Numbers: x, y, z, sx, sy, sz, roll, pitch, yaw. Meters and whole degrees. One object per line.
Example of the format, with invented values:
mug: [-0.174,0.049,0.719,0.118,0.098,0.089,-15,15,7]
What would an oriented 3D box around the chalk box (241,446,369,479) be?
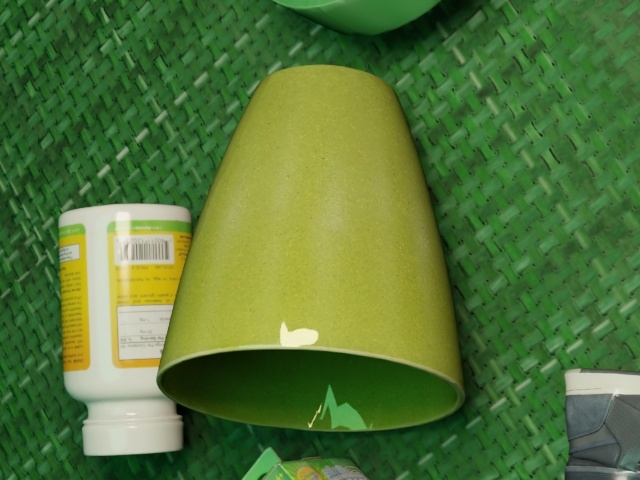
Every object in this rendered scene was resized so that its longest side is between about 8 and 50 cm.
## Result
chalk box: [-0.009,0.289,1.643,0.213,0.132,0.132,45,110,26]

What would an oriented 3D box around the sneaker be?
sneaker: [0.303,0.191,1.470,0.226,0.086,0.163,-5,73,42]

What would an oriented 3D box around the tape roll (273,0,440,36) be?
tape roll: [0.055,-0.350,1.611,0.321,0.077,0.321,-23,58,41]

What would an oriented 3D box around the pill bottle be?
pill bottle: [-0.193,0.091,1.768,0.136,0.136,0.246,-6,84,32]

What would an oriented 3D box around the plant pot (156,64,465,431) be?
plant pot: [0.000,0.000,1.606,0.274,0.275,0.293,-10,66,31]
